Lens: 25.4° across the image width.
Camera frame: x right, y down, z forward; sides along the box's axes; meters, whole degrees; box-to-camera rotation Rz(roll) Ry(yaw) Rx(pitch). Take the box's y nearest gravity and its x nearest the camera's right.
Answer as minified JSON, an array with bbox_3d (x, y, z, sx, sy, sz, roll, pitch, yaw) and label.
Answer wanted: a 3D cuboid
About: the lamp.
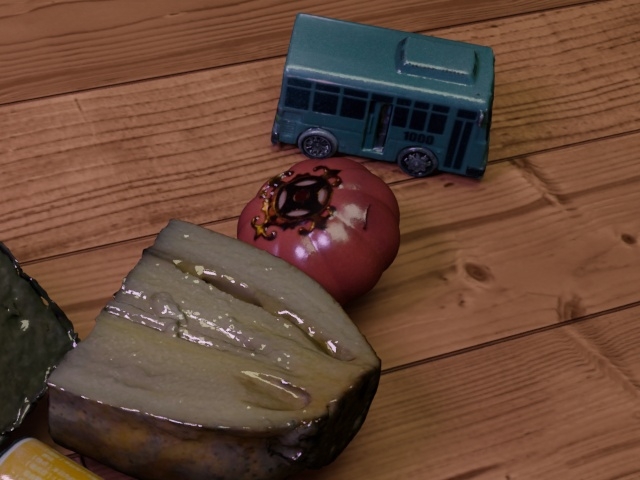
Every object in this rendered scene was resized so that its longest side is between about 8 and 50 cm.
[{"bbox_3d":[0.000,0.000,1.484,0.182,0.140,0.182,-16,43,16],"label":"lamp"}]

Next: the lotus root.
[{"bbox_3d":[-0.080,0.132,1.336,0.260,0.149,0.267,17,40,11],"label":"lotus root"}]

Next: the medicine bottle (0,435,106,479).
[{"bbox_3d":[-0.099,0.303,1.195,0.426,0.108,0.108,28,48,16],"label":"medicine bottle"}]

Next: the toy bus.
[{"bbox_3d":[0.080,-0.170,1.653,0.256,0.147,0.128,10,48,0],"label":"toy bus"}]

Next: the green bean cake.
[{"bbox_3d":[-0.373,0.089,1.257,0.255,0.132,0.241,49,52,-19],"label":"green bean cake"}]
